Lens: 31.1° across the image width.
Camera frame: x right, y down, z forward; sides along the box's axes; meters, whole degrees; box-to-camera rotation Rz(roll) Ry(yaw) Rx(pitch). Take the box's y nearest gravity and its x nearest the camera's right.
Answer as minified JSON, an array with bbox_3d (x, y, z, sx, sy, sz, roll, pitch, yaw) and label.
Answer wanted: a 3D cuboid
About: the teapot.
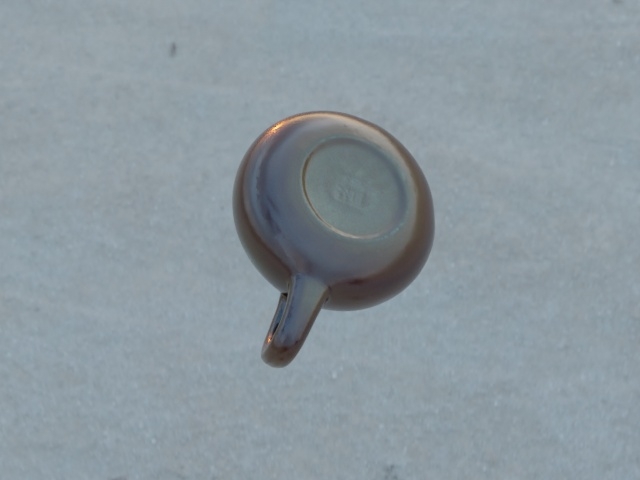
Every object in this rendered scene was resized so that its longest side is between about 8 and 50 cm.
[{"bbox_3d":[0.000,0.000,0.980,0.178,0.135,0.252,24,61,-6],"label":"teapot"}]
